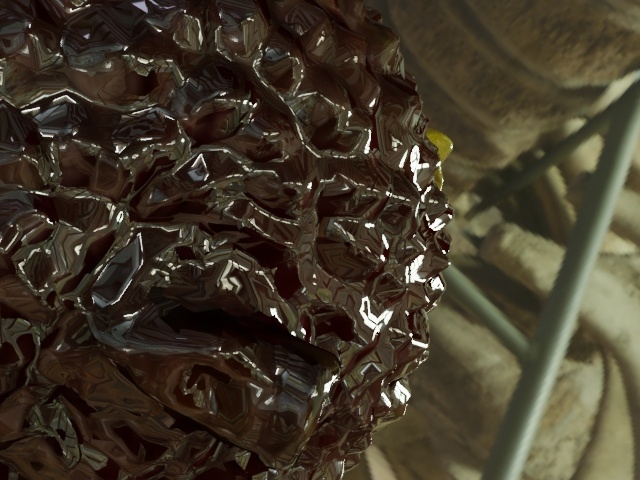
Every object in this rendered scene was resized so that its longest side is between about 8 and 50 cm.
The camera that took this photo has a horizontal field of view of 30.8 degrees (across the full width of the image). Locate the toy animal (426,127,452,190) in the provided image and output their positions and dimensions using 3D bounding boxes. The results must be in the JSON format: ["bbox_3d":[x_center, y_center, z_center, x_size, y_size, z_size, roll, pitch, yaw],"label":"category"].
[{"bbox_3d":[-0.004,-0.002,0.850,0.156,0.229,0.156,28,20,-11],"label":"toy animal"}]

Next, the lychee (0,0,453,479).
[{"bbox_3d":[-0.108,-0.003,0.454,0.330,0.306,0.306,29,-27,50],"label":"lychee"}]
